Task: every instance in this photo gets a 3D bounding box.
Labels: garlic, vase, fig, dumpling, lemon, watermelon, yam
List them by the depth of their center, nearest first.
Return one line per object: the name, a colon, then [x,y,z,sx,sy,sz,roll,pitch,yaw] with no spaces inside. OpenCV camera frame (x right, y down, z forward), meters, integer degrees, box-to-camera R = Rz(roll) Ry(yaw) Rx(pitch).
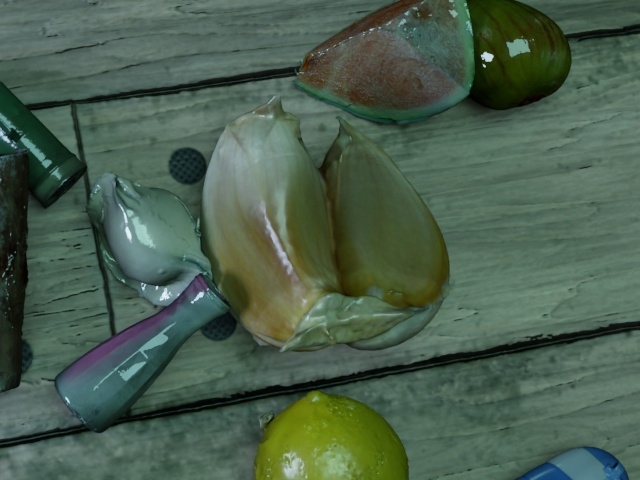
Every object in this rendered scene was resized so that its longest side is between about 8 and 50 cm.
yam: [-0.397,0.032,1.701,0.131,0.131,0.279,2,92,-13]
vase: [-0.202,0.126,1.733,0.214,0.086,0.086,-40,89,2]
lemon: [0.016,0.273,1.741,0.173,0.173,0.206,-42,105,-18]
garlic: [0.000,0.000,1.779,0.286,0.249,0.313,-20,60,-1]
dumpling: [-0.210,0.001,1.782,0.188,0.127,0.108,49,48,-10]
watermelon: [0.099,-0.220,1.900,0.146,0.231,0.128,59,35,-15]
fig: [0.217,-0.293,1.928,0.151,0.151,0.259,-23,80,-17]

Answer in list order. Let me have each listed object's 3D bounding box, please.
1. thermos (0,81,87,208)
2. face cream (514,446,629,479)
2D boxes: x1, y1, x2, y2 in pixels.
thermos: [-0.373,-0.127,1.787,0.188,0.073,0.083,45,32,1]
face cream: [0.275,0.356,1.826,0.264,0.083,0.149,-40,94,-18]
